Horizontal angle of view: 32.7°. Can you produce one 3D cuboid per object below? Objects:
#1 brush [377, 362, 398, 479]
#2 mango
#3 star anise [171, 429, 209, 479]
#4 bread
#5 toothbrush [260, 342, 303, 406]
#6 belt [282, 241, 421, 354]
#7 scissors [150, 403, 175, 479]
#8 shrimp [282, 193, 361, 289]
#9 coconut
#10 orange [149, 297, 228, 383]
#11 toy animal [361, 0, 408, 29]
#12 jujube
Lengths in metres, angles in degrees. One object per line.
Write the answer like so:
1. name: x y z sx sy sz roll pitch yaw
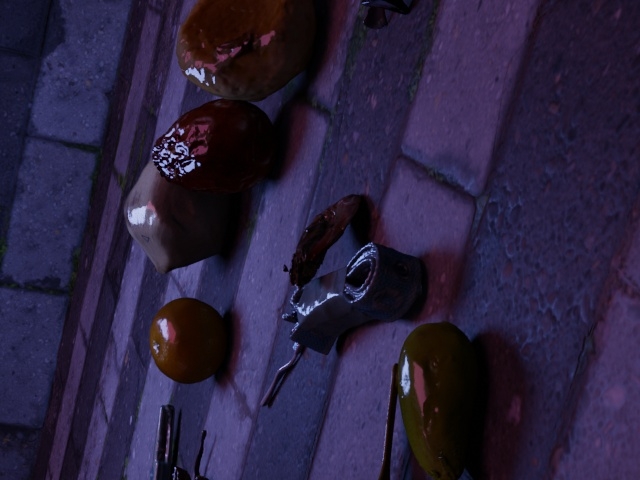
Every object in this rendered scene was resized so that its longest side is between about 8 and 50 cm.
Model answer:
1. brush: 0.076 0.233 1.213 0.083 0.011 0.205 59 -147 -59
2. mango: 0.116 0.161 1.096 0.091 0.074 0.165 139 136 -56
3. star anise: -0.225 0.422 1.885 0.097 0.070 0.191 18 97 42
4. bread: -0.107 -0.324 1.757 0.244 0.134 0.245 -13 59 23
5. toothbrush: -0.058 0.200 1.616 0.017 0.014 0.162 63 141 36
6. belt: 0.031 0.076 1.357 0.302 0.072 0.087 145 137 -63
7. scissors: -0.309 0.461 2.105 0.138 0.041 0.289 152 125 -74
8. shrimp: 0.000 0.000 1.423 0.101 0.042 0.190 -34 17 41
9. coconut: -0.264 -0.046 2.011 0.224 0.224 0.224 -170 90 -69
10. orange: -0.228 0.175 1.924 0.154 0.134 0.155 28 124 51
11. toy animal: 0.092 -0.375 1.420 0.105 0.070 0.203 -88 8 -78
12. jujube: -0.185 -0.154 1.839 0.236 0.168 0.168 -7 72 40
